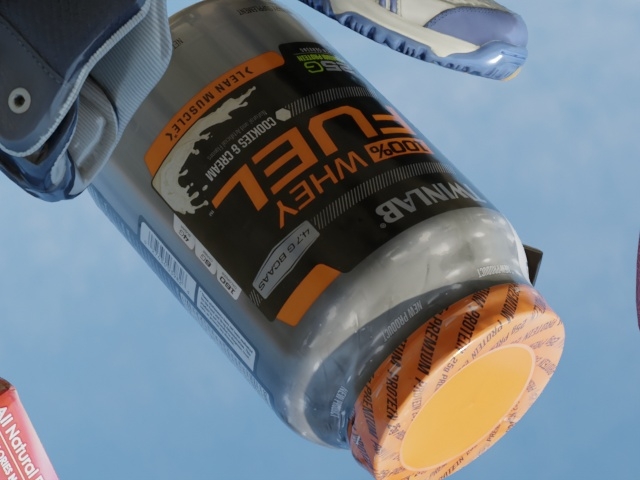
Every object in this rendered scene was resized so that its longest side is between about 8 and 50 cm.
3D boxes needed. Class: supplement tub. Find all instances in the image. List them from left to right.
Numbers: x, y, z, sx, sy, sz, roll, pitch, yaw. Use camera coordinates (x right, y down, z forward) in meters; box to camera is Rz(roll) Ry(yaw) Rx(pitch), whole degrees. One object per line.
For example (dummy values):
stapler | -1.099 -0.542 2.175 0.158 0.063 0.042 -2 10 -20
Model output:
supplement tub | 0.000 0.000 1.245 0.194 0.193 0.316 -32 -120 -20

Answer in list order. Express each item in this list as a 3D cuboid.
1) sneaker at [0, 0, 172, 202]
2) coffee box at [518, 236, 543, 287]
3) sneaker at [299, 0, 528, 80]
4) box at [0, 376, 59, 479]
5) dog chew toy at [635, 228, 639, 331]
sneaker | -0.147 -0.060 0.528 0.226 0.163 0.086 -33 177 1
coffee box | 0.108 0.065 1.648 0.119 0.168 0.297 18 -178 4
sneaker | 0.017 -0.211 1.246 0.296 0.131 0.112 30 -174 10
box | -0.157 0.172 0.784 0.128 0.256 0.123 -38 -144 -28
dog chew toy | 0.190 0.080 0.462 0.207 0.206 0.331 -11 -123 13
